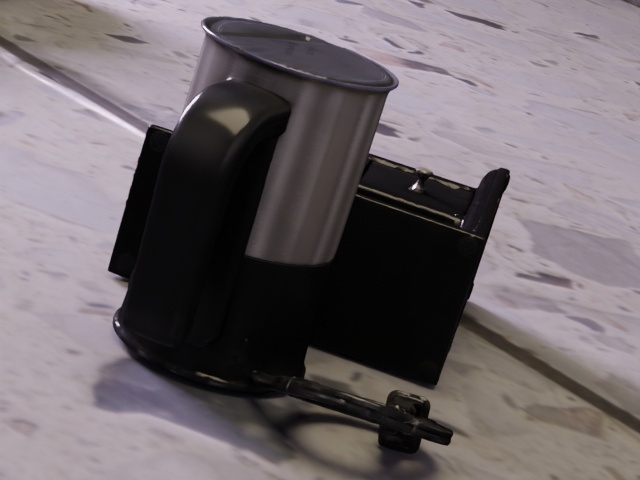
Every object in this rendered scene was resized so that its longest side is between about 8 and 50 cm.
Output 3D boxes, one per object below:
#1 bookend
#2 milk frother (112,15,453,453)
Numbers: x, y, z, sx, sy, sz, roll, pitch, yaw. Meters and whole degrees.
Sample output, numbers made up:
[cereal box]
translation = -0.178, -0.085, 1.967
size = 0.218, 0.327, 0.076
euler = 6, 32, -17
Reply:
[bookend]
translation = 0.002, -0.010, 0.914
size = 0.156, 0.072, 0.157
euler = 19, 15, 6
[milk frother]
translation = 0.000, 0.000, 0.764
size = 0.143, 0.135, 0.129
euler = 17, 16, -2
